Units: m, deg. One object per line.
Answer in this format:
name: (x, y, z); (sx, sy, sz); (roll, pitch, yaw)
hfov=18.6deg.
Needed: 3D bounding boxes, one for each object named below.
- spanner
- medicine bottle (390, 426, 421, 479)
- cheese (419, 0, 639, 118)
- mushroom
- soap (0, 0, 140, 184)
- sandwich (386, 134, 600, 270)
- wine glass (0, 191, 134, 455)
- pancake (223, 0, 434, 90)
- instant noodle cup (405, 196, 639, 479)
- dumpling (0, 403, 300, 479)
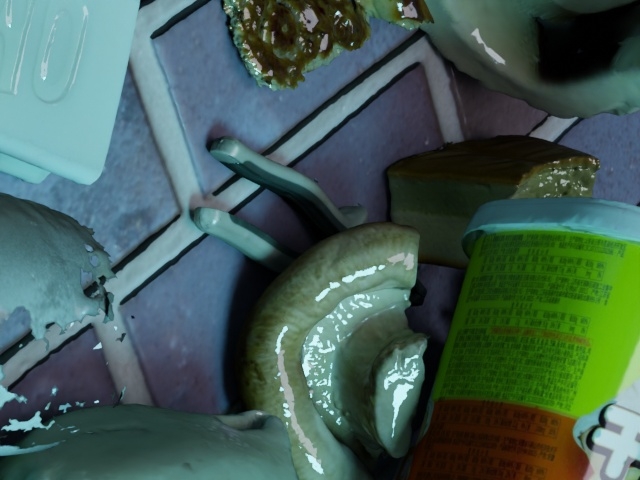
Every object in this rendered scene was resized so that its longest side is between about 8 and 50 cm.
spanner: (0.000, 0.000, 1.770); (0.325, 0.040, 0.095); (30, 70, -47)
medicine bottle: (0.158, 0.285, 1.850); (0.219, 0.219, 0.388); (52, 55, -40)
cheese: (0.250, -0.261, 1.829); (0.292, 0.332, 0.153); (46, 58, -30)
mushroom: (0.000, 0.119, 1.705); (0.151, 0.156, 0.285); (4, 100, -19)
soap: (-0.256, -0.149, 1.393); (0.265, 0.087, 0.160); (23, 74, -50)
sandwich: (0.199, -0.038, 1.904); (0.220, 0.186, 0.108); (-19, 110, -50)
wine glass: (-0.299, 0.043, 1.284); (0.357, 0.190, 0.190); (13, 82, -47)
pancake: (-0.002, -0.253, 1.732); (0.257, 0.056, 0.212); (-30, 116, -47)
instant noodle cup: (0.216, 0.158, 1.651); (0.294, 0.294, 0.308); (41, 63, -45)
dumpling: (-0.144, 0.223, 1.498); (0.321, 0.270, 0.212); (8, 63, -28)
